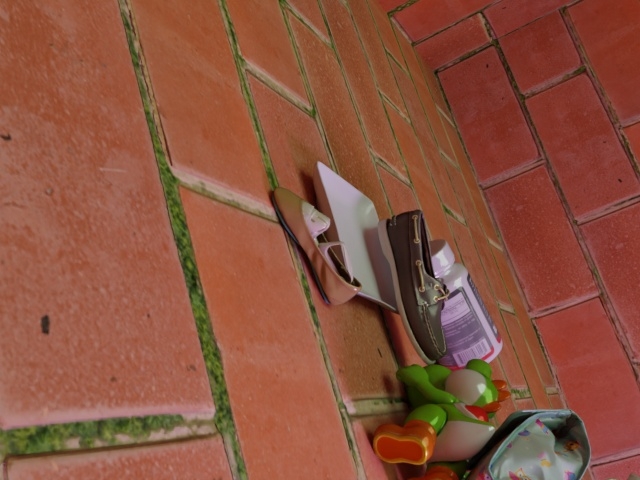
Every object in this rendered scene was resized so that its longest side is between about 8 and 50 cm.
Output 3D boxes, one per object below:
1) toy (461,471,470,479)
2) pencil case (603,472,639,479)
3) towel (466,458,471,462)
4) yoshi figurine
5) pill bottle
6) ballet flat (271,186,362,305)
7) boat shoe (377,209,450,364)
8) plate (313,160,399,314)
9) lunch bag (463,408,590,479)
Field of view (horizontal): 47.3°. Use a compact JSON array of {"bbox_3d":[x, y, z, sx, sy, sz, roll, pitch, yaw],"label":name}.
[{"bbox_3d":[0.285,0.513,1.379,0.137,0.056,0.237,50,16,-4],"label":"toy"},{"bbox_3d":[0.635,0.717,1.586,0.184,0.160,0.409,-15,120,-44],"label":"pencil case"},{"bbox_3d":[0.493,0.546,1.699,0.272,0.040,0.370,28,4,26],"label":"towel"},{"bbox_3d":[0.205,0.331,1.339,0.203,0.203,0.362,30,30,18],"label":"yoshi figurine"},{"bbox_3d":[0.287,0.150,1.674,0.283,0.161,0.161,62,21,-12],"label":"pill bottle"},{"bbox_3d":[0.000,0.000,1.256,0.232,0.073,0.080,62,20,-11],"label":"ballet flat"},{"bbox_3d":[0.208,0.091,1.511,0.117,0.097,0.324,29,43,-60],"label":"boat shoe"},{"bbox_3d":[0.071,0.007,1.464,0.277,0.045,0.277,28,42,-58],"label":"plate"},{"bbox_3d":[0.338,0.417,1.265,0.160,0.223,0.262,38,41,17],"label":"lunch bag"}]
